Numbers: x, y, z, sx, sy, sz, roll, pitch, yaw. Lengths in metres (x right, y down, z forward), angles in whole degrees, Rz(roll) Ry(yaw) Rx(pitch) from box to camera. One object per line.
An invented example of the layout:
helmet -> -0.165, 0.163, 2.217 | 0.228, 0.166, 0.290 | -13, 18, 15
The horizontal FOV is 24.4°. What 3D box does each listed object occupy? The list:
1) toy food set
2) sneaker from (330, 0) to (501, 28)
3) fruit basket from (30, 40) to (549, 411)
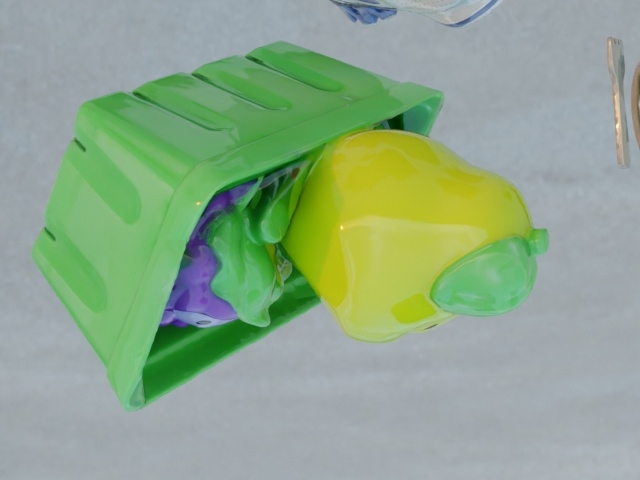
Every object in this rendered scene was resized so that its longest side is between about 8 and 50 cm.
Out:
toy food set -> 0.314, -0.118, 1.316 | 0.038, 0.132, 0.192 | -6, 179, 34
sneaker -> 0.036, -0.273, 1.322 | 0.182, 0.127, 0.315 | 17, 173, -29
fruit basket -> 0.000, 0.000, 1.253 | 0.392, 0.392, 0.283 | 8, 126, -25
